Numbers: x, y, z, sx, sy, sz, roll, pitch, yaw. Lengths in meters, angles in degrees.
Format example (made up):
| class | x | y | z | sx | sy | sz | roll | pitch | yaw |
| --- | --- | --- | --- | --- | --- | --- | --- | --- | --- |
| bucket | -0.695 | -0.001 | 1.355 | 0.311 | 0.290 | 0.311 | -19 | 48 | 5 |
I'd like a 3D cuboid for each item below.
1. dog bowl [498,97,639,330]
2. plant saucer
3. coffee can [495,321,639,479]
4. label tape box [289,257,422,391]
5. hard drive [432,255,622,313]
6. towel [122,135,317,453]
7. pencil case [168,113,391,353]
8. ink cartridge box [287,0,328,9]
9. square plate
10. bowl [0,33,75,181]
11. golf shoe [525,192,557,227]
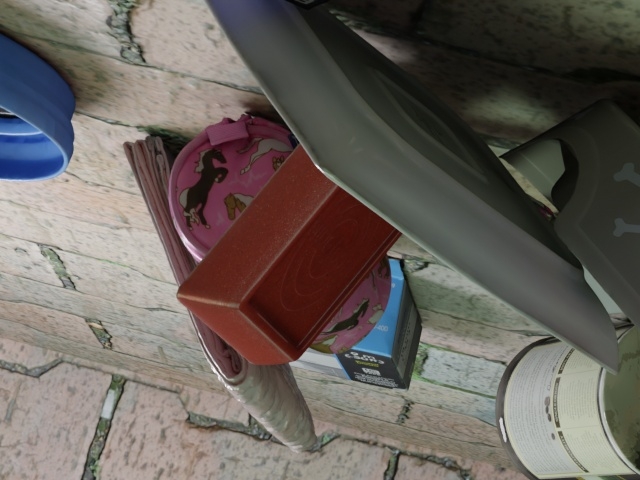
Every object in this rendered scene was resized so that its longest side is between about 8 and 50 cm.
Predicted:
| class | x | y | z | sx | sy | sz | roll | pitch | yaw |
| --- | --- | --- | --- | --- | --- | --- | --- | --- | --- |
| dog bowl | 0.295 | 0.028 | 1.431 | 0.349 | 0.102 | 0.349 | 47 | -172 | -9 |
| plant saucer | 0.000 | 0.000 | 1.657 | 0.048 | 0.259 | 0.258 | 39 | 175 | 22 |
| coffee can | 0.363 | 0.203 | 2.160 | 0.202 | 0.201 | 0.275 | 20 | 165 | -17 |
| label tape box | -0.005 | 0.094 | 2.327 | 0.241 | 0.105 | 0.333 | 12 | 166 | 12 |
| hard drive | 0.289 | 0.029 | 1.902 | 0.203 | 0.040 | 0.307 | 23 | 165 | -27 |
| towel | -0.104 | 0.066 | 2.000 | 0.053 | 0.317 | 0.332 | -25 | 158 | 4 |
| pencil case | -0.033 | 0.001 | 1.872 | 0.160 | 0.167 | 0.386 | 33 | 173 | 22 |
| ink cartridge box | -0.023 | -0.227 | 1.181 | 0.165 | 0.065 | 0.333 | 21 | 168 | -24 |
| square plate | 0.067 | -0.076 | 1.360 | 0.344 | 0.049 | 0.347 | 33 | -164 | -37 |
| bowl | -0.439 | -0.167 | 1.839 | 0.391 | 0.077 | 0.391 | 14 | 166 | 4 |
| golf shoe | 0.150 | -0.029 | 1.604 | 0.186 | 0.067 | 0.086 | 26 | -161 | 4 |
